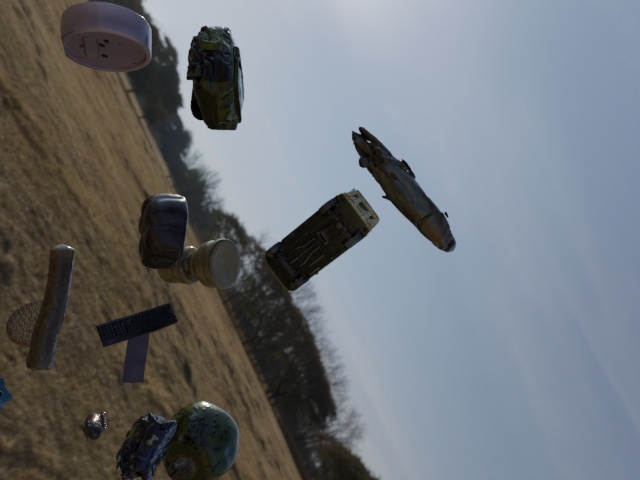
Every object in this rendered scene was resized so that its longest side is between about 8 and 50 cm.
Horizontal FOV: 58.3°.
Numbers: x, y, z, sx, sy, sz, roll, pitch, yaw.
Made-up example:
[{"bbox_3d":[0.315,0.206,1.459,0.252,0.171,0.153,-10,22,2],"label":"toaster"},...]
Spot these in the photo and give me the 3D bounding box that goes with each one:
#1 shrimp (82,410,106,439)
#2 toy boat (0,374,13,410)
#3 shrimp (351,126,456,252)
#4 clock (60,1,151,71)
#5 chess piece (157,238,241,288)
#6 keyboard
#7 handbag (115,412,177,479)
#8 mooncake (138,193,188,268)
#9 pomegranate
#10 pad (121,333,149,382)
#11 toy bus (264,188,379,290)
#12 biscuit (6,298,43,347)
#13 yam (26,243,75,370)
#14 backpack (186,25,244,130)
[{"bbox_3d":[-0.674,0.552,1.719,0.190,0.074,0.073,-16,-89,65],"label":"shrimp"},{"bbox_3d":[-0.993,0.424,1.666,0.237,0.098,0.109,29,-61,25],"label":"toy boat"},{"bbox_3d":[0.180,-0.110,1.275,0.360,0.085,0.247,47,7,-19],"label":"shrimp"},{"bbox_3d":[-0.488,-0.460,1.314,0.197,0.196,0.068,119,-30,-78],"label":"clock"},{"bbox_3d":[-0.432,0.087,1.966,0.299,0.167,0.167,-5,-65,33],"label":"chess piece"},{"bbox_3d":[-0.598,0.277,1.884,0.087,0.250,0.017,59,-35,23],"label":"keyboard"},{"bbox_3d":[-0.433,0.511,1.415,0.113,0.162,0.260,25,-23,-11],"label":"handbag"},{"bbox_3d":[-0.502,-0.030,1.825,0.245,0.133,0.245,-178,-90,-65],"label":"mooncake"},{"bbox_3d":[-0.373,0.627,1.742,0.254,0.254,0.270,69,24,-16],"label":"pomegranate"},{"bbox_3d":[-0.671,0.421,2.085,0.113,0.006,0.188,26,66,-62],"label":"pad"},{"bbox_3d":[0.000,0.000,1.608,0.144,0.330,0.152,53,30,2],"label":"toy bus"},{"bbox_3d":[-1.031,0.295,2.032,0.224,0.144,0.033,-105,-164,-50],"label":"biscuit"},{"bbox_3d":[-0.751,0.184,1.603,0.081,0.081,0.357,123,-27,-78],"label":"yam"},{"bbox_3d":[-0.266,-0.420,1.460,0.207,0.139,0.254,99,-13,-62],"label":"backpack"}]
